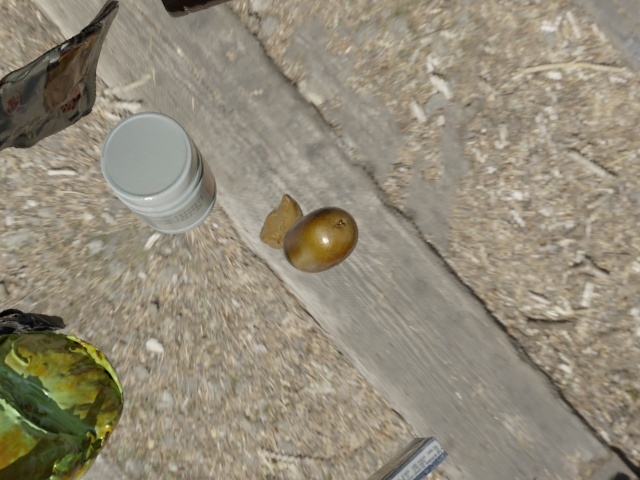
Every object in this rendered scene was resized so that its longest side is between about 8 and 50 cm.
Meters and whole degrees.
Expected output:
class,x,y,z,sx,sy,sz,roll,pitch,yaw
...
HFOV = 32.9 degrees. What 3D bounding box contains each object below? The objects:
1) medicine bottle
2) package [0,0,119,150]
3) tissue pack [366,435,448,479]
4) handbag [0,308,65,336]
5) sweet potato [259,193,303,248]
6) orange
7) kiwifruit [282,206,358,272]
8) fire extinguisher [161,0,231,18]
class,x,y,z,sx,sy,sz,roll,pitch,yaw
medicine bottle,-0.101,-0.041,0.688,0.058,0.091,0.058,-1,78,4
package,-0.294,-0.155,1.150,0.030,0.239,0.154,33,130,7
tissue pack,0.136,0.402,1.864,0.156,0.112,0.051,-37,90,-17
handbag,-0.582,0.149,1.829,0.175,0.270,0.089,-16,76,35
sweet potato,-0.059,-0.024,1.658,0.068,0.206,0.060,-35,78,-22
orange,-0.470,0.296,1.708,0.262,0.334,0.196,17,119,14
kiwifruit,0.000,0.000,1.261,0.075,0.124,0.075,7,71,-22
fire extinguisher,-0.052,-0.401,1.471,0.343,0.138,0.102,-15,107,9
